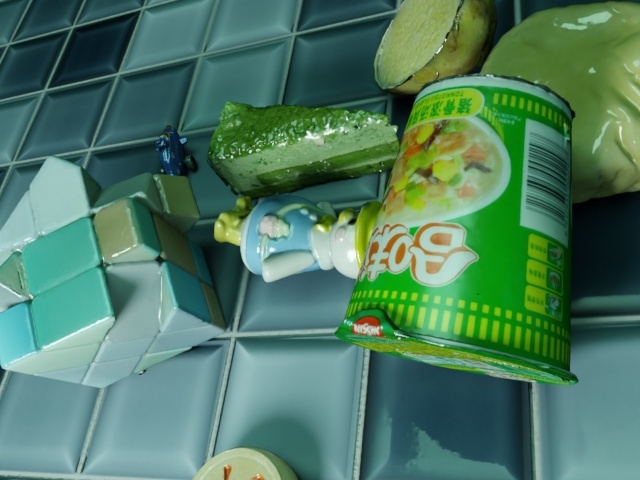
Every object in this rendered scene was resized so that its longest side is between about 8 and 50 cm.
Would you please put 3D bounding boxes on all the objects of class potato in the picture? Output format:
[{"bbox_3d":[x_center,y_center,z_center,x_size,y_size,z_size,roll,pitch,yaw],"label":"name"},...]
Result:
[{"bbox_3d":[0.145,-0.243,0.809,0.164,0.081,0.200,-67,23,1],"label":"potato"}]

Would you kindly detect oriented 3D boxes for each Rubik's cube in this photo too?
[{"bbox_3d":[-0.252,0.037,0.761,0.265,0.224,0.213,-25,67,6],"label":"Rubik's cube"}]

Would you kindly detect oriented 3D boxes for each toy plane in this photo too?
[{"bbox_3d":[-0.206,-0.093,0.921,0.054,0.062,0.167,-19,63,13],"label":"toy plane"}]

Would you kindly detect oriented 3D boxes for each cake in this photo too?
[{"bbox_3d":[-0.012,-0.131,0.826,0.235,0.100,0.099,-9,56,20],"label":"cake"}]

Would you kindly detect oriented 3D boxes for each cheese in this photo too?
[{"bbox_3d":[0.268,-0.140,0.700,0.225,0.117,0.214,13,69,37],"label":"cheese"}]

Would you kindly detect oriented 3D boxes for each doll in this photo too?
[{"bbox_3d":[0.000,-0.001,0.741,0.240,0.135,0.099,3,89,28],"label":"doll"}]

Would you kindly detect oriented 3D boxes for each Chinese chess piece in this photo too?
[{"bbox_3d":[-0.073,0.259,0.632,0.122,0.051,0.122,-12,55,18],"label":"Chinese chess piece"}]

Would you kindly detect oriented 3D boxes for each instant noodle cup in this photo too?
[{"bbox_3d":[0.131,-0.010,0.579,0.206,0.207,0.233,7,77,28],"label":"instant noodle cup"}]
